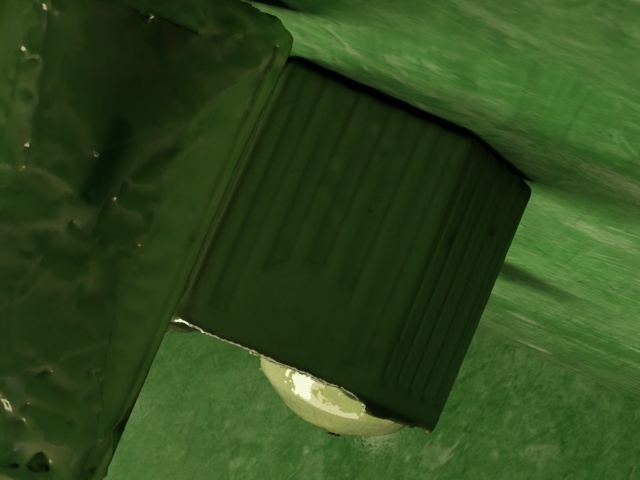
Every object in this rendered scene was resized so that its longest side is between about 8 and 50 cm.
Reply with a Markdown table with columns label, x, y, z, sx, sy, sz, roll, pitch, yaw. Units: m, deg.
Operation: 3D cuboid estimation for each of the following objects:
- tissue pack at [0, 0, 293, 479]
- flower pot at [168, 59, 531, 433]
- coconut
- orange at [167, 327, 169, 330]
| label | x | y | z | sx | sy | sz | roll | pitch | yaw |
| --- | --- | --- | --- | --- | --- | --- | --- | --- | --- |
| tissue pack | -0.239 | -0.057 | 1.040 | 0.380 | 0.297 | 0.207 | 18 | 175 | 44 |
| flower pot | 0.000 | 0.000 | 1.225 | 0.239 | 0.189 | 0.209 | 22 | 176 | 0 |
| coconut | 0.045 | 0.075 | 1.953 | 0.227 | 0.230 | 0.227 | 11 | -156 | -5 |
| orange | -0.307 | -0.003 | 1.937 | 0.293 | 0.340 | 0.341 | -5 | 162 | 31 |
